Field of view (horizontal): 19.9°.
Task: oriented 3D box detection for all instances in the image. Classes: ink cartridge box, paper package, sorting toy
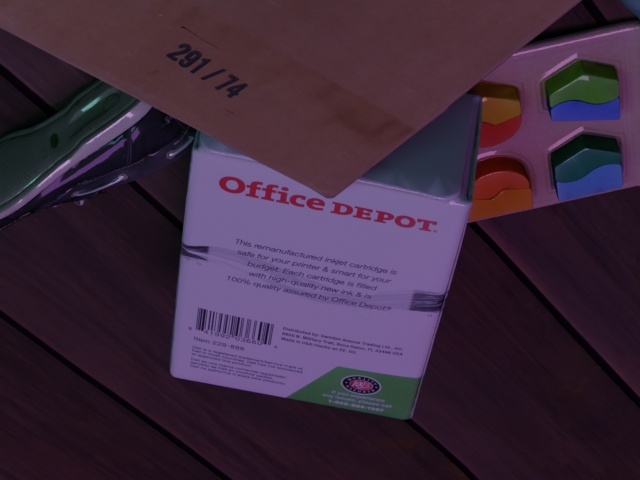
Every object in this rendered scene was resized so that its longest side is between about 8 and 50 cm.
[{"bbox_3d":[0.000,0.000,1.446,0.211,0.121,0.289,12,140,-1],"label":"ink cartridge box"},{"bbox_3d":[-0.027,-0.218,1.165,0.325,0.168,0.309,25,134,-33],"label":"paper package"},{"bbox_3d":[0.171,-0.083,1.455,0.208,0.038,0.193,-9,141,5],"label":"sorting toy"}]

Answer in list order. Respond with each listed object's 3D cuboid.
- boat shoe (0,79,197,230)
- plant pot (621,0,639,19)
[{"bbox_3d":[-0.202,-0.050,1.420,0.233,0.084,0.079,-27,136,21],"label":"boat shoe"},{"bbox_3d":[0.191,-0.293,0.986,0.196,0.293,0.293,36,130,-9],"label":"plant pot"}]
